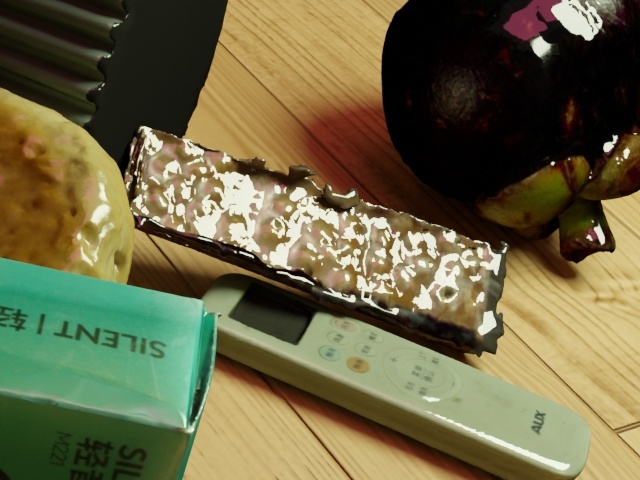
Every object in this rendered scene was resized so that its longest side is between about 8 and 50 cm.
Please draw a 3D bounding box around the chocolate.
[{"bbox_3d":[-0.003,0.004,1.148,0.329,0.065,0.102,20,67,-19],"label":"chocolate"}]

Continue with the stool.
[{"bbox_3d":[-0.269,-0.189,1.151,0.330,0.297,0.297,20,32,8],"label":"stool"}]

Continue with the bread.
[{"bbox_3d":[-0.238,0.015,0.958,0.245,0.134,0.244,1,59,-1],"label":"bread"}]

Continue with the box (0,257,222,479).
[{"bbox_3d":[-0.230,0.109,0.793,0.311,0.205,0.118,13,35,-10],"label":"box"}]

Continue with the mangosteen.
[{"bbox_3d":[0.184,-0.121,1.339,0.233,0.287,0.287,0,29,15],"label":"mangosteen"}]

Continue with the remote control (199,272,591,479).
[{"bbox_3d":[0.052,0.105,1.103,0.310,0.038,0.090,23,32,6],"label":"remote control"}]
